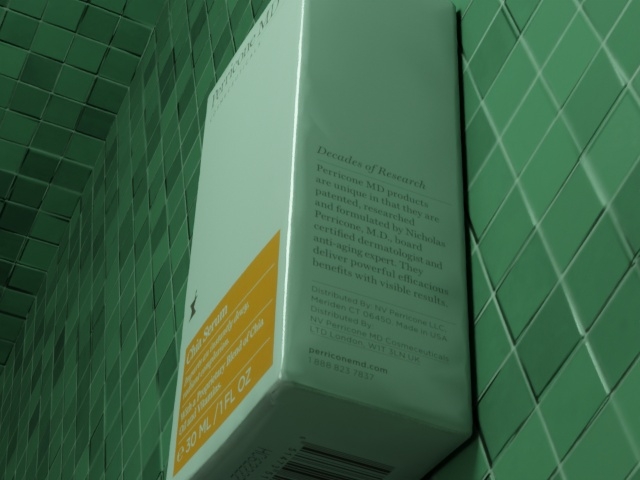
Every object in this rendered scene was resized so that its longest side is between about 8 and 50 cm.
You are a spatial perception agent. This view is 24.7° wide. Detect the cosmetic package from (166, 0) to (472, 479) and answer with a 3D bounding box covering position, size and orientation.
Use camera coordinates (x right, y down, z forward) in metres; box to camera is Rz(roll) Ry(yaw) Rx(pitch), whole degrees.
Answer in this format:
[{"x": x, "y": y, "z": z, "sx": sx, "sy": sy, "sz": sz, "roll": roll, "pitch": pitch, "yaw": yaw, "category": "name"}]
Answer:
[{"x": 0.000, "y": 0.000, "z": 1.234, "sx": 0.230, "sy": 0.161, "sz": 0.453, "roll": -51, "pitch": 28, "yaw": 45, "category": "cosmetic package"}]
